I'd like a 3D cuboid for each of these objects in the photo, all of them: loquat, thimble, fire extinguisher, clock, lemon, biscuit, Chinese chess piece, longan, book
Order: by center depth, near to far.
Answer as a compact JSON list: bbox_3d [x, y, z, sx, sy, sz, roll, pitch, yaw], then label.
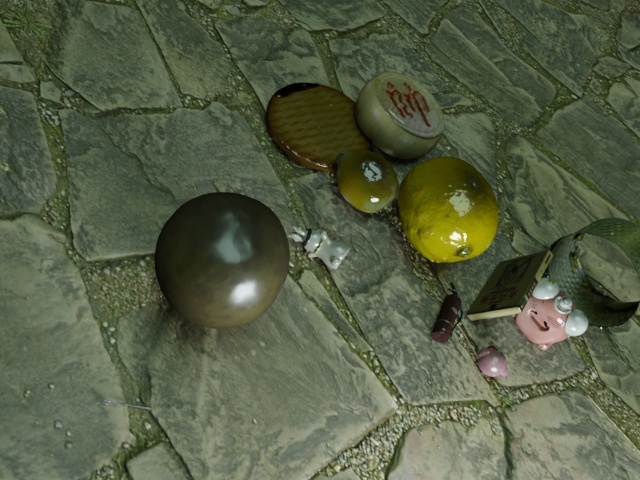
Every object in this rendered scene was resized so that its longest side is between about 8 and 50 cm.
[{"bbox_3d":[-0.201,0.043,1.278,0.297,0.297,0.298,10,56,-15],"label":"longan"},{"bbox_3d":[0.325,0.187,1.547,0.078,0.045,0.157,48,49,-23],"label":"fire extinguisher"},{"bbox_3d":[0.577,0.189,1.568,0.092,0.162,0.166,-29,73,-30],"label":"clock"},{"bbox_3d":[0.486,0.115,1.585,0.026,0.161,0.231,53,52,-13],"label":"book"},{"bbox_3d":[0.324,-0.080,1.587,0.260,0.261,0.284,-20,51,-31],"label":"lemon"},{"bbox_3d":[0.116,-0.160,1.620,0.152,0.152,0.195,-36,87,-35],"label":"loquat"},{"bbox_3d":[0.757,0.079,1.648,0.149,0.271,0.271,-23,70,-32],"label":"thimble"},{"bbox_3d":[-0.001,-0.322,1.741,0.317,0.040,0.318,10,56,-15],"label":"biscuit"},{"bbox_3d":[0.230,-0.361,1.787,0.269,0.112,0.270,18,50,-23],"label":"Chinese chess piece"}]

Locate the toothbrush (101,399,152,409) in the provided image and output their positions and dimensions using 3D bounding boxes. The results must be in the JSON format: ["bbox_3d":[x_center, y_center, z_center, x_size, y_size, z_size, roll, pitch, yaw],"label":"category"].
[{"bbox_3d":[-0.377,0.322,1.204,0.096,0.006,0.008,13,65,-13],"label":"toothbrush"}]

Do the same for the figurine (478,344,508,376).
[{"bbox_3d":[0.417,0.297,1.495,0.067,0.071,0.083,-45,69,6],"label":"figurine"}]

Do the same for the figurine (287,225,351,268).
[{"bbox_3d":[-0.004,0.008,1.523,0.146,0.081,0.098,34,10,7],"label":"figurine"}]
